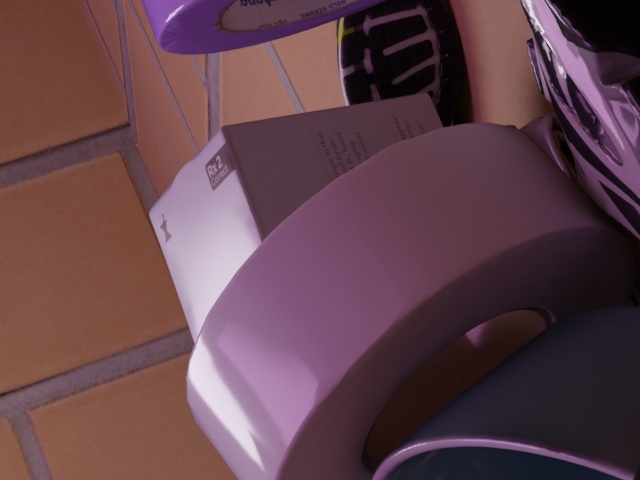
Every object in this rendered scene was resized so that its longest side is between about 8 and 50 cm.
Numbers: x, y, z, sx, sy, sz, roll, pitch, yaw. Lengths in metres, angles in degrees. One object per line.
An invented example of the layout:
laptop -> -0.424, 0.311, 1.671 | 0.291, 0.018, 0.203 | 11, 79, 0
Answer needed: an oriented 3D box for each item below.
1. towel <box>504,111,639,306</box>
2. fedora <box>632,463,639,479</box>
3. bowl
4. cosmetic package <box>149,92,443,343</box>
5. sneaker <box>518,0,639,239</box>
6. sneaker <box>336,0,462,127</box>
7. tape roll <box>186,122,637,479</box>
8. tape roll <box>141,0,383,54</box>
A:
towel -> 0.131, 0.110, 1.201 | 0.374, 0.090, 0.320 | -38, 68, 55
fedora -> 0.259, 0.166, 0.612 | 0.152, 0.334, 0.334 | 20, 131, 51
bowl -> 0.202, 0.156, 0.884 | 0.311, 0.163, 0.311 | 24, 146, 17
cosmetic package -> 0.000, 0.000, 1.109 | 0.151, 0.184, 0.151 | -43, 65, 55
sneaker -> 0.171, -0.103, 0.875 | 0.146, 0.122, 0.330 | 115, 134, -69
sneaker -> 0.065, -0.109, 1.343 | 0.121, 0.111, 0.300 | -126, 22, -60
tape roll -> 0.059, 0.064, 0.954 | 0.100, 0.286, 0.286 | 49, 158, 29
tape roll -> 0.001, -0.223, 1.056 | 0.275, 0.275, 0.090 | 143, 108, -76
